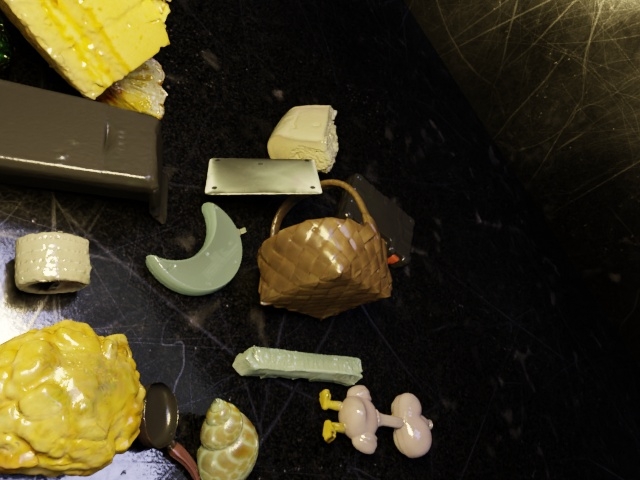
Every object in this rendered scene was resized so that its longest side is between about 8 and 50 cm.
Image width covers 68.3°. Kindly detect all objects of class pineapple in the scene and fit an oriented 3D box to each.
[{"bbox_3d":[-0.439,-0.365,1.064,0.186,0.114,0.237,-22,86,-47],"label":"pineapple"}]

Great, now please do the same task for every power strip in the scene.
[{"bbox_3d":[-0.255,0.025,1.057,0.168,0.054,0.253,50,44,-13],"label":"power strip"}]

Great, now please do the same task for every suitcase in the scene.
[{"bbox_3d":[0.179,-0.062,1.493,0.285,0.066,0.207,37,47,-22],"label":"suitcase"}]

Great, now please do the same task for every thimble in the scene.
[{"bbox_3d":[-0.463,0.043,0.818,0.115,0.102,0.090,0,68,-35],"label":"thimble"}]

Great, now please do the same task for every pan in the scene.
[{"bbox_3d":[-0.275,0.355,0.855,0.115,0.040,0.212,-71,141,-69],"label":"pan"}]

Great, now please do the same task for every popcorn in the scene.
[{"bbox_3d":[-0.387,0.232,0.710,0.250,0.189,0.250,54,24,-38],"label":"popcorn"}]

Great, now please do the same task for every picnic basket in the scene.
[{"bbox_3d":[0.000,0.000,1.137,0.337,0.292,0.338,45,32,-40],"label":"picnic basket"}]

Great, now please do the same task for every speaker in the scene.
[{"bbox_3d":[-0.474,-0.155,0.911,0.387,0.184,0.180,8,60,-28],"label":"speaker"}]

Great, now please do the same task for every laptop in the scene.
[{"bbox_3d":[-0.138,-0.157,1.139,0.268,0.015,0.188,-1,34,-8],"label":"laptop"}]

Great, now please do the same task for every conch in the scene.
[{"bbox_3d":[-0.172,0.388,0.895,0.116,0.106,0.173,10,69,-33],"label":"conch"}]

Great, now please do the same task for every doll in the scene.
[{"bbox_3d":[0.160,0.448,1.173,0.365,0.094,0.160,23,44,-34],"label":"doll"}]

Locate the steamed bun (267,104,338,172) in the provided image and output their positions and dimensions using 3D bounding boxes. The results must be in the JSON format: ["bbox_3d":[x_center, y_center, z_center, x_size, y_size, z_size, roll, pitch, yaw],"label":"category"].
[{"bbox_3d":[-0.030,-0.278,1.346,0.226,0.199,0.171,-69,156,-43],"label":"steamed bun"}]

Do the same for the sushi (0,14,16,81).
[{"bbox_3d":[-0.660,-0.397,0.866,0.124,0.127,0.225,-34,91,-45],"label":"sushi"}]

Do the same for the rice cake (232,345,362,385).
[{"bbox_3d":[-0.043,0.290,1.092,0.336,0.066,0.063,17,48,-34],"label":"rice cake"}]

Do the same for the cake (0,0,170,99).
[{"bbox_3d":[-0.430,-0.460,0.891,0.286,0.222,0.227,-43,58,-13],"label":"cake"}]
